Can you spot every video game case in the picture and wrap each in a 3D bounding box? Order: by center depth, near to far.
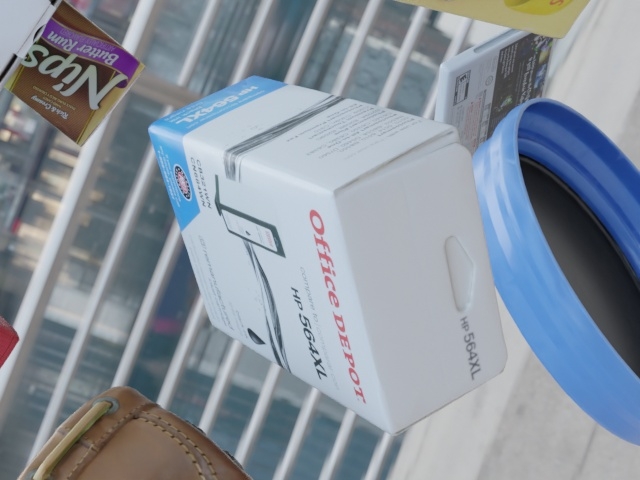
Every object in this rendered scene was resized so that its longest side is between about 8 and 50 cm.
[{"bbox_3d":[0.210,-0.180,1.551,0.022,0.173,0.190,48,156,30],"label":"video game case"}]

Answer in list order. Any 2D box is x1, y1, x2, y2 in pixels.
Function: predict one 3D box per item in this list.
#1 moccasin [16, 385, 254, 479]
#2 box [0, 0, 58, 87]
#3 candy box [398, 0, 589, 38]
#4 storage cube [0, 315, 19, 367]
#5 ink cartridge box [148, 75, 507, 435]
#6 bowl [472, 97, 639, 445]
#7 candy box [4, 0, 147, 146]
[{"bbox_3d":[-0.190,0.215,0.573,0.380,0.147,0.139,-47,-22,-21],"label":"moccasin"},{"bbox_3d":[-0.286,-0.219,1.089,0.262,0.127,0.231,-54,14,6],"label":"box"},{"bbox_3d":[0.028,-0.213,0.583,0.183,0.316,0.087,-58,40,34],"label":"candy box"},{"bbox_3d":[-0.412,0.084,1.079,0.215,0.193,0.184,-53,40,-3],"label":"storage cube"},{"bbox_3d":[0.000,0.000,0.722,0.203,0.086,0.148,23,134,55],"label":"ink cartridge box"},{"bbox_3d":[0.294,0.035,1.316,0.077,0.391,0.391,-34,31,30],"label":"bowl"},{"bbox_3d":[-0.283,-0.195,1.296,0.109,0.187,0.053,-50,9,2],"label":"candy box"}]
